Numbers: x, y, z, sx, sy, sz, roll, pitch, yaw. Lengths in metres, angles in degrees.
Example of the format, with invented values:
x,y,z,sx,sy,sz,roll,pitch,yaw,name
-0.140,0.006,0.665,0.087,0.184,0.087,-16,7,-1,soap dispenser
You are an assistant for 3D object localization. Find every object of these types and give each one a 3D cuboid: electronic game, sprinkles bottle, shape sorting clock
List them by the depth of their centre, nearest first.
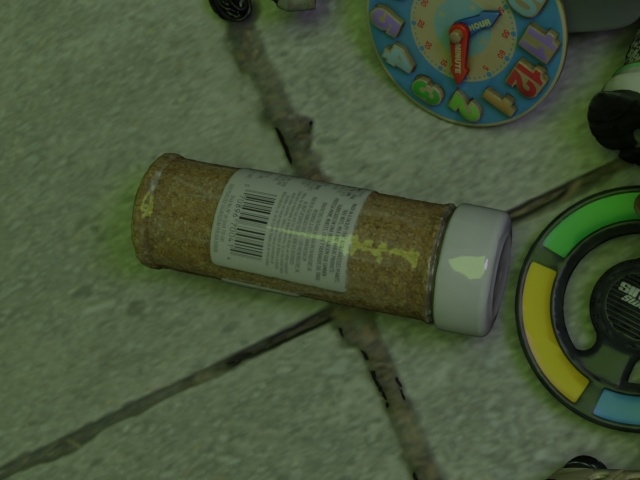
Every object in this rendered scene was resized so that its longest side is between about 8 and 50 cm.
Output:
x,y,z,sx,sy,sz,roll,pitch,yaw,name
0.295,0.062,1.076,0.229,0.048,0.229,-2,81,15,electronic game
0.134,-0.201,1.104,0.206,0.040,0.206,16,130,20,shape sorting clock
0.000,0.000,1.125,0.355,0.121,0.121,11,85,16,sprinkles bottle

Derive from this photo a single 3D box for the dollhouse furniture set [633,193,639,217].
x,y,z,sx,sy,sz,roll,pitch,yaw,name
0.298,-0.009,0.947,0.101,0.161,0.182,8,126,21,dollhouse furniture set

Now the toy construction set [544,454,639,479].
x,y,z,sx,sy,sz,roll,pitch,yaw,name
0.277,0.300,0.990,0.328,0.151,0.215,-12,96,30,toy construction set

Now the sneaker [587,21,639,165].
x,y,z,sx,sy,sz,roll,pitch,yaw,name
0.454,-0.147,1.023,0.410,0.158,0.182,11,74,13,sneaker

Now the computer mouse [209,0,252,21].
x,y,z,sx,sy,sz,roll,pitch,yaw,name
-0.032,-0.364,1.224,0.262,0.060,0.184,-33,79,20,computer mouse

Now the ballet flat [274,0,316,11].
x,y,z,sx,sy,sz,roll,pitch,yaw,name
-0.012,-0.312,1.165,0.052,0.057,0.168,8,101,-6,ballet flat

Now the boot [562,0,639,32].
x,y,z,sx,sy,sz,roll,pitch,yaw,name
0.205,-0.264,1.139,0.258,0.095,0.123,5,51,29,boot
